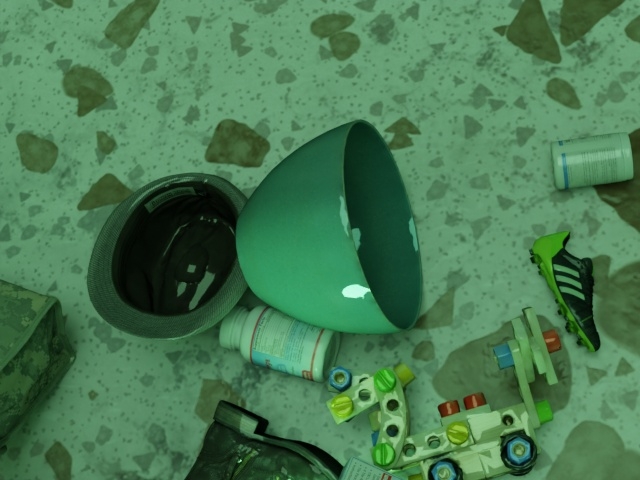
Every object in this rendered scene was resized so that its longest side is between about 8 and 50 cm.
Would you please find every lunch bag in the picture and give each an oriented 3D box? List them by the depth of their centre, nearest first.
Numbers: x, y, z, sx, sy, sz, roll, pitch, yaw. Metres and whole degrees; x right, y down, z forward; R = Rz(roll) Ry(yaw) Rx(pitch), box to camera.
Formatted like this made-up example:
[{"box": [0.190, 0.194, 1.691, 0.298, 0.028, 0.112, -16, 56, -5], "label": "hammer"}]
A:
[{"box": [-0.531, 0.191, 1.525, 0.235, 0.169, 0.287, 17, 48, 18], "label": "lunch bag"}]

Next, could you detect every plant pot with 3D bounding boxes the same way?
[{"box": [0.000, 0.000, 1.461, 0.195, 0.290, 0.290, -14, 70, 20], "label": "plant pot"}]

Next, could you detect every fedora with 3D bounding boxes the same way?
[{"box": [-0.202, 0.039, 1.563, 0.243, 0.124, 0.275, 9, 65, 13], "label": "fedora"}]

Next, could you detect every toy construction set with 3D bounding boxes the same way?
[{"box": [0.178, 0.220, 1.420, 0.327, 0.151, 0.215, -23, 69, 16], "label": "toy construction set"}]

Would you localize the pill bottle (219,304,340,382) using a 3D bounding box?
[{"box": [-0.058, 0.142, 1.520, 0.160, 0.087, 0.087, 13, 76, 17], "label": "pill bottle"}]

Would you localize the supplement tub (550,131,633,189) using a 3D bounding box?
[{"box": [0.383, -0.113, 1.510, 0.107, 0.071, 0.071, -7, 71, 11], "label": "supplement tub"}]

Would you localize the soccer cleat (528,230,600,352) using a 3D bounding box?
[{"box": [0.352, 0.066, 1.468, 0.072, 0.060, 0.179, -24, 66, 3], "label": "soccer cleat"}]

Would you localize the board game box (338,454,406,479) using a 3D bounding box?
[{"box": [0.118, 0.473, 1.298, 0.318, 0.066, 0.319, 25, 62, 3], "label": "board game box"}]

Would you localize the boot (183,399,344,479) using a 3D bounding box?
[{"box": [-0.097, 0.369, 1.468, 0.263, 0.091, 0.229, 25, 85, 23], "label": "boot"}]
